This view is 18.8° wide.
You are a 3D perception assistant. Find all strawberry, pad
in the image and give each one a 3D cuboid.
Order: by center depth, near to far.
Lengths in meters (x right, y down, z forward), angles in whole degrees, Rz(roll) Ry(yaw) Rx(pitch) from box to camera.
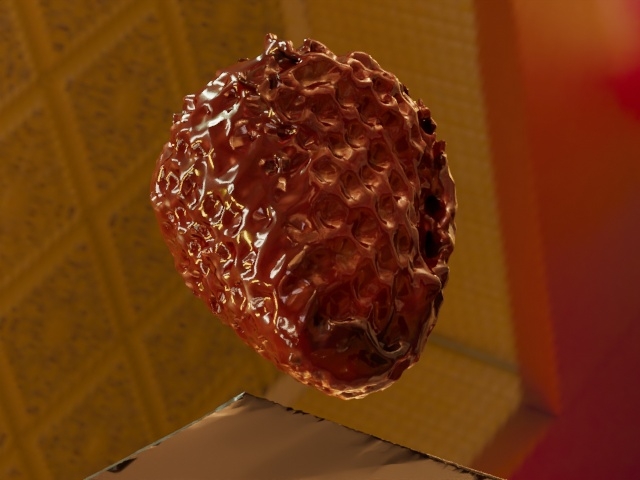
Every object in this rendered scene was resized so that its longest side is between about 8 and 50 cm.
[{"bbox_3d":[-0.108,0.170,0.889,0.247,0.367,0.007,25,-138,-53],"label":"pad"},{"bbox_3d":[0.000,0.000,1.193,0.244,0.205,0.205,-103,11,-55],"label":"strawberry"}]
